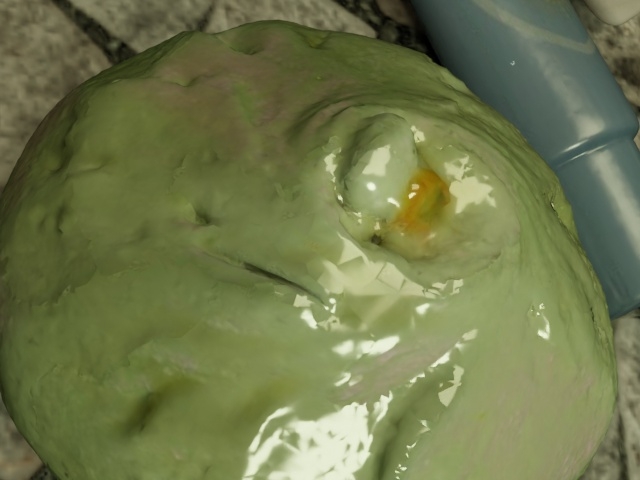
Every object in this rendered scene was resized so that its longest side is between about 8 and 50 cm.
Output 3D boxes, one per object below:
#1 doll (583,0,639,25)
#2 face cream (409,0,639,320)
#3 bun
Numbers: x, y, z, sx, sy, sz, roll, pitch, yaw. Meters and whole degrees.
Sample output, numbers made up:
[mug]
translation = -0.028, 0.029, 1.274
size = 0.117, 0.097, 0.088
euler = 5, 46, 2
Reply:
[doll]
translation = 0.152, -0.229, 0.768
size = 0.161, 0.059, 0.160
euler = 24, 37, -57
[face cream]
translation = 0.106, -0.135, 0.721
size = 0.135, 0.086, 0.385
euler = -14, 74, -44
[bun]
translation = 0.000, 0.000, 0.509
size = 0.283, 0.179, 0.283
euler = 10, 45, -10
